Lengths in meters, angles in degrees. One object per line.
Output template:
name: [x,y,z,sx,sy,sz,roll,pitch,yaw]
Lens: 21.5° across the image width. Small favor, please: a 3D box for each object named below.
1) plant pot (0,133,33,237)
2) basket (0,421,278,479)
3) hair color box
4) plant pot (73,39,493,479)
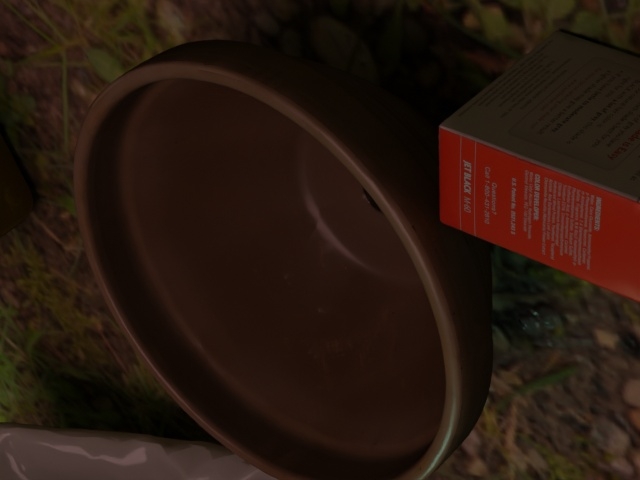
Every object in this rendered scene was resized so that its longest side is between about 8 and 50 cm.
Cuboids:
plant pot: [-0.310,-0.033,1.041,0.187,0.212,0.212,-13,110,36]
basket: [-0.168,0.311,1.009,0.331,0.328,0.266,4,127,22]
hair color box: [0.141,-0.021,0.675,0.167,0.093,0.053,23,135,32]
plant pot: [0.000,0.000,0.819,0.237,0.109,0.237,25,134,29]
